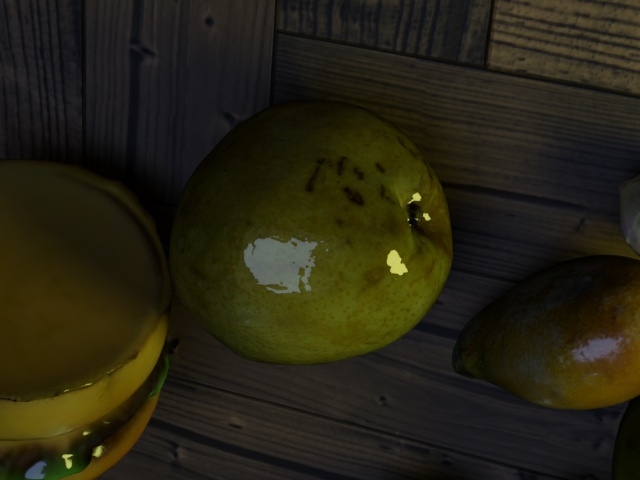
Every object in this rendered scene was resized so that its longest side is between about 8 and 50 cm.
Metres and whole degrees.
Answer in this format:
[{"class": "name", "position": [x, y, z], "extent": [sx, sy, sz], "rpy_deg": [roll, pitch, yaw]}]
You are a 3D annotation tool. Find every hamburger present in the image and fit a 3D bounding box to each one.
[{"class": "hamburger", "position": [-0.373, 0.123, 1.677], "extent": [0.395, 0.396, 0.277], "rpy_deg": [27, 139, 9]}]

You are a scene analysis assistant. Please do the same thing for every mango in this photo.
[{"class": "mango", "position": [0.265, 0.103, 1.530], "extent": [0.146, 0.193, 0.316], "rpy_deg": [56, 147, -10]}]

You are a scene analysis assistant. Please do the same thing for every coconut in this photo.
[{"class": "coconut", "position": [0.370, -0.027, 1.490], "extent": [0.124, 0.110, 0.110], "rpy_deg": [30, 120, 0]}]

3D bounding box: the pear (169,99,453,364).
[{"class": "pear", "position": [0.000, 0.000, 1.544], "extent": [0.303, 0.304, 0.304], "rpy_deg": [8, 115, 18]}]

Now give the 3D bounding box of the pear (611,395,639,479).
[{"class": "pear", "position": [0.444, 0.263, 1.506], "extent": [0.269, 0.269, 0.321], "rpy_deg": [-7, 109, 24]}]

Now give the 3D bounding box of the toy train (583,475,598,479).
[{"class": "toy train", "position": [0.377, 0.430, 1.665], "extent": [0.326, 0.159, 0.129], "rpy_deg": [41, 118, 5]}]
